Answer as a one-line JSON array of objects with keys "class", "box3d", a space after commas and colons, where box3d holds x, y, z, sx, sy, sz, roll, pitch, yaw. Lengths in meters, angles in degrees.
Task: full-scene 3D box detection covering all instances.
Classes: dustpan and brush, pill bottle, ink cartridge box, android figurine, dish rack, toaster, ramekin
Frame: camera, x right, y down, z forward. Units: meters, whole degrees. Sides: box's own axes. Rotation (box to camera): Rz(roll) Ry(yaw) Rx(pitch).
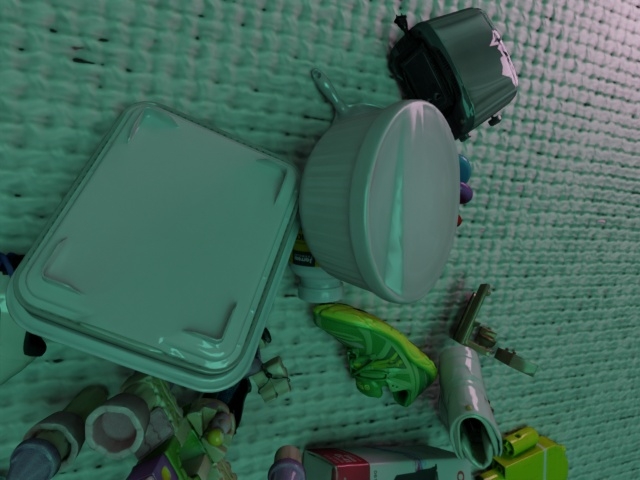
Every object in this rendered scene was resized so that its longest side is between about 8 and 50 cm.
[{"class": "dustpan and brush", "box3d": [0.054, -0.187, 0.758, 0.147, 0.060, 0.211, -36, 114, 10]}, {"class": "pill bottle", "box3d": [0.000, 0.000, 0.741, 0.103, 0.103, 0.184, -5, 101, -25]}, {"class": "ink cartridge box", "box3d": [0.120, 0.500, 0.843, 0.306, 0.131, 0.226, 9, 75, -25]}, {"class": "android figurine", "box3d": [0.483, 0.563, 1.103, 0.272, 0.056, 0.249, -12, 104, -23]}, {"class": "dish rack", "box3d": [-0.169, -0.017, 0.563, 0.285, 0.072, 0.333, 23, 62, -9]}, {"class": "toaster", "box3d": [0.220, -0.283, 0.778, 0.146, 0.129, 0.227, -29, 92, -23]}, {"class": "ramekin", "box3d": [0.084, -0.054, 0.651, 0.272, 0.127, 0.273, -13, 106, -51]}]

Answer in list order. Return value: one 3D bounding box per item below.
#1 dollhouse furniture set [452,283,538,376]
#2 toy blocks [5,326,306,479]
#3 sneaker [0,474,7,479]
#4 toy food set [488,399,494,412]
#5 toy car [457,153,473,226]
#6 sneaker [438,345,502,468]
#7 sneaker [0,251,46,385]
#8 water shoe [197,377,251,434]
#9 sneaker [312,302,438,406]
[{"class": "dollhouse furniture set", "box3d": [0.359, 0.174, 0.925, 0.151, 0.144, 0.123, 24, 87, 9]}, {"class": "toy blocks", "box3d": [-0.171, 0.292, 0.557, 0.308, 0.260, 0.289, -25, 99, 3]}, {"class": "sneaker", "box3d": [-0.382, 0.393, 0.573, 0.282, 0.099, 0.153, 7, 91, 11]}, {"class": "toy food set", "box3d": [0.343, 0.370, 1.021, 0.122, 0.019, 0.078, 34, 84, -27]}, {"class": "toy car", "box3d": [0.196, -0.077, 0.804, 0.159, 0.136, 0.182, 22, 89, -27]}, {"class": "sneaker", "box3d": [0.277, 0.358, 0.875, 0.108, 0.169, 0.293, -12, 126, 15]}, {"class": "sneaker", "box3d": [-0.433, 0.048, 0.540, 0.182, 0.127, 0.316, -36, 119, -20]}, {"class": "water shoe", "box3d": [-0.170, 0.288, 0.723, 0.072, 0.080, 0.203, 21, 90, -27]}, {"class": "sneaker", "box3d": [0.096, 0.209, 0.822, 0.295, 0.109, 0.124, 39, 77, -26]}]
